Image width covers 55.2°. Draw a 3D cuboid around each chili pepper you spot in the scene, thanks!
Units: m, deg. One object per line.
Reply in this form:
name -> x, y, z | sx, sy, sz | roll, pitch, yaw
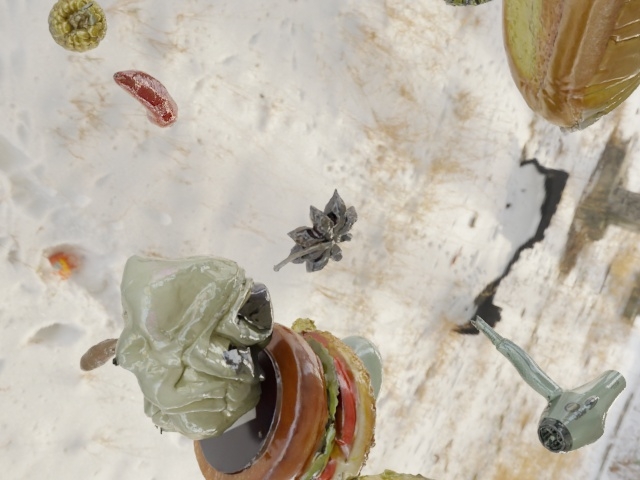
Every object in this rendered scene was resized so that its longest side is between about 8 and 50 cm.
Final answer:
chili pepper -> -0.315, -0.264, 1.145 | 0.272, 0.064, 0.071 | 61, 25, -79

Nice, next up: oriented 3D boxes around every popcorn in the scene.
popcorn -> -0.042, 0.231, 1.506 | 0.057, 0.082, 0.083 | 7, 124, -31

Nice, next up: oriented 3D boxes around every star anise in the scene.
star anise -> 0.000, 0.000, 1.491 | 0.262, 0.081, 0.230 | -40, 147, -15

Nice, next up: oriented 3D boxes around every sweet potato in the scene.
sweet potato -> -0.540, 0.276, 1.517 | 0.060, 0.206, 0.068 | 41, 38, -31

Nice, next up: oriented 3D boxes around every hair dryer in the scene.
hair dryer -> 0.415, 0.225, 1.063 | 0.229, 0.267, 0.092 | -2, 138, -28

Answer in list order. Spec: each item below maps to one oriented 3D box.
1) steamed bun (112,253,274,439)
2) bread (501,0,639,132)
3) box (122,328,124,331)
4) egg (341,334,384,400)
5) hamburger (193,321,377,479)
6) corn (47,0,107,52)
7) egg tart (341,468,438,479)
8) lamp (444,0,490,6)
steamed bun -> -0.176, 0.158, 0.954 | 0.320, 0.206, 0.275 | 85, 2, -49
bread -> 0.230, -0.233, 0.511 | 0.119, 0.152, 0.288 | -22, 150, -1
box -> -0.424, 0.238, 1.388 | 0.063, 0.085, 0.060 | 14, 72, -15
egg -> 0.094, 0.358, 1.634 | 0.151, 0.151, 0.209 | 24, 63, -56
hamburger -> -0.060, 0.320, 1.145 | 0.250, 0.330, 0.329 | 25, 88, -40
corn -> -0.463, -0.405, 1.153 | 0.102, 0.310, 0.101 | -8, 108, -26
egg tart -> 0.093, 0.317, 0.619 | 0.315, 0.315, 0.120 | 9, 88, -56
lamp -> 0.189, -0.407, 0.745 | 0.247, 0.247, 0.246 | -31, 132, -42
